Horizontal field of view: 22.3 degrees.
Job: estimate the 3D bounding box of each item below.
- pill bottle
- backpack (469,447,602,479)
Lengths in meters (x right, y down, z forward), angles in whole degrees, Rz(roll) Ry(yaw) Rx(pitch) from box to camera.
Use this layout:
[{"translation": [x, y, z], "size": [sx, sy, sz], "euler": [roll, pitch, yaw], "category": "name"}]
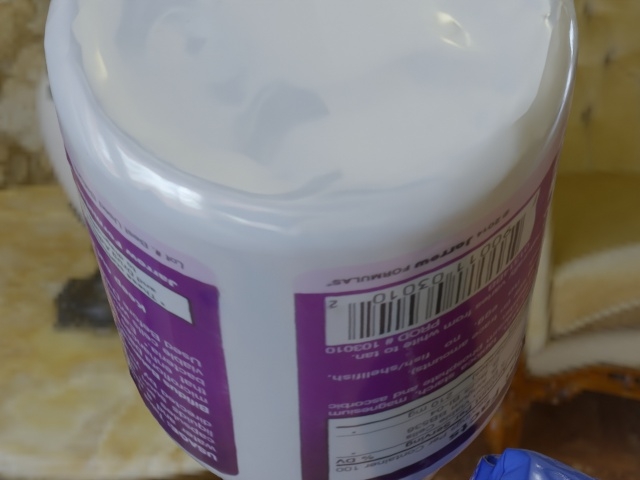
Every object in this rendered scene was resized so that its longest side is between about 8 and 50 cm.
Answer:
[{"translation": [0.000, 0.000, 0.622], "size": [0.169, 0.301, 0.169], "euler": [0, 61, 1], "category": "pill bottle"}, {"translation": [0.105, 0.146, 0.637], "size": [0.120, 0.101, 0.098], "euler": [23, 52, 5], "category": "backpack"}]
